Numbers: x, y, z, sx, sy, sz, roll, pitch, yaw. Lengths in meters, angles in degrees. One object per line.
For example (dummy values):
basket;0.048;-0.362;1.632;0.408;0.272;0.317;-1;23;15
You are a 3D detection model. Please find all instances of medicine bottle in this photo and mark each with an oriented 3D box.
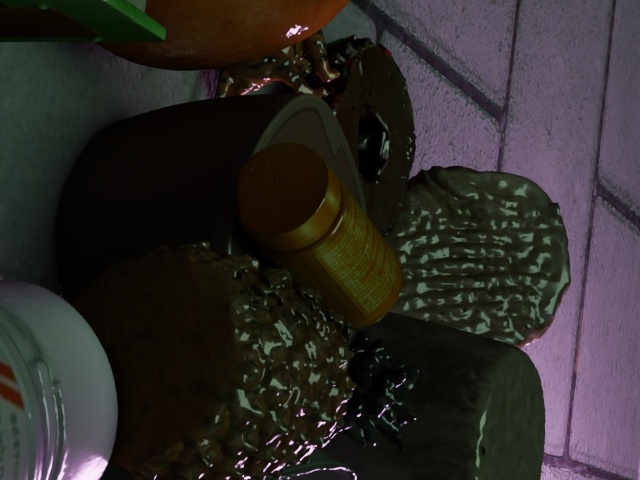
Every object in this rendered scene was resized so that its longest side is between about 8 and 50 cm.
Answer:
medicine bottle;-0.309;0.141;1.282;0.302;0.241;0.241;-11;103;-63
medicine bottle;0.000;0.000;1.593;0.192;0.096;0.096;51;48;-52

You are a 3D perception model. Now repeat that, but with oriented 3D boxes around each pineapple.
pineapple;-0.044;0.121;1.511;0.362;0.202;0.202;18;76;-53

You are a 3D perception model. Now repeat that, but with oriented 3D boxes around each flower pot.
flower pot;0.064;0.218;1.968;0.293;0.330;0.294;-21;113;-62

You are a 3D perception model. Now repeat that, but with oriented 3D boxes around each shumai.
shumai;0.143;0.053;2.323;0.314;0.262;0.267;-19;85;-21

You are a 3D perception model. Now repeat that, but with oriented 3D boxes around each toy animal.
toy animal;-0.071;-0.181;1.909;0.255;0.114;0.116;-49;114;-35

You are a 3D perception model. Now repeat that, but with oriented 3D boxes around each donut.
donut;0.028;-0.113;2.114;0.269;0.103;0.270;-3;93;-64

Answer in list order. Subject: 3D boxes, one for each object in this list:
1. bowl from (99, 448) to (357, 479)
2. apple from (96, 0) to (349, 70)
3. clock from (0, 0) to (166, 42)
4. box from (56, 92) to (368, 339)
bowl;-0.145;0.249;1.670;0.157;0.337;0.337;57;17;21
apple;-0.104;-0.299;1.632;0.299;0.275;0.299;-26;120;-56
clock;-0.221;-0.290;1.389;0.106;0.219;0.255;28;67;-64
box;-0.106;0.004;1.722;0.301;0.216;0.301;5;90;-66
